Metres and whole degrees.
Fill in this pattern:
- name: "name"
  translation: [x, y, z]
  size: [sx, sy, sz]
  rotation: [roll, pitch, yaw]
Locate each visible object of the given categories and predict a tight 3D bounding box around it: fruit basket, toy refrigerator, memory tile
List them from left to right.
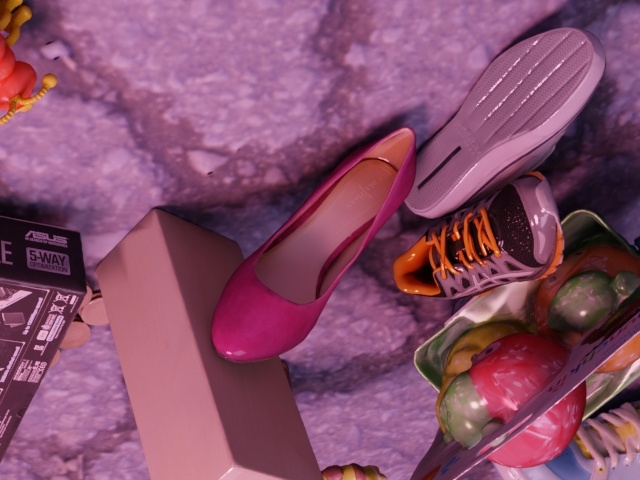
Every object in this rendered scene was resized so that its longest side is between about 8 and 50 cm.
- name: "memory tile"
  translation: [-0.255, 0.059, 1.243]
  size: [0.113, 0.012, 0.148]
  rotation: [-37, 138, 17]
- name: "toy refrigerator"
  translation: [-0.097, 0.111, 1.172]
  size: [0.102, 0.269, 0.094]
  rotation: [24, 121, -42]
- name: "fruit basket"
  translation: [0.185, 0.101, 1.267]
  size: [0.327, 0.165, 0.353]
  rotation: [-44, 174, 25]

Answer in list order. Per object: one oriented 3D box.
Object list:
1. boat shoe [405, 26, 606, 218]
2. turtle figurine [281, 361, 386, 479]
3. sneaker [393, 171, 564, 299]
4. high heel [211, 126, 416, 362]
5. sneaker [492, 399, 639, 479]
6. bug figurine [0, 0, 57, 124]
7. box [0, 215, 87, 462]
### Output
- name: "boat shoe"
  translation: [0.163, -0.098, 1.221]
  size: [0.076, 0.083, 0.226]
  rotation: [7, 145, -44]
- name: "turtle figurine"
  translation: [-0.067, 0.214, 1.339]
  size: [0.269, 0.217, 0.087]
  rotation: [-13, 139, -11]
- name: "sneaker"
  translation: [0.134, 0.007, 1.220]
  size: [0.083, 0.084, 0.215]
  rotation: [-8, 162, -24]
- name: "high heel"
  translation: [0.000, 0.000, 1.163]
  size: [0.244, 0.082, 0.117]
  rotation: [-38, 162, -41]
- name: "sneaker"
  translation: [0.338, 0.213, 1.599]
  size: [0.208, 0.127, 0.319]
  rotation: [-43, 145, 26]
- name: "bug figurine"
  translation: [-0.325, -0.096, 0.950]
  size: [0.279, 0.072, 0.216]
  rotation: [-38, 132, -1]
- name: "box"
  translation: [-0.357, 0.100, 1.177]
  size: [0.242, 0.076, 0.307]
  rotation: [11, 130, -26]
